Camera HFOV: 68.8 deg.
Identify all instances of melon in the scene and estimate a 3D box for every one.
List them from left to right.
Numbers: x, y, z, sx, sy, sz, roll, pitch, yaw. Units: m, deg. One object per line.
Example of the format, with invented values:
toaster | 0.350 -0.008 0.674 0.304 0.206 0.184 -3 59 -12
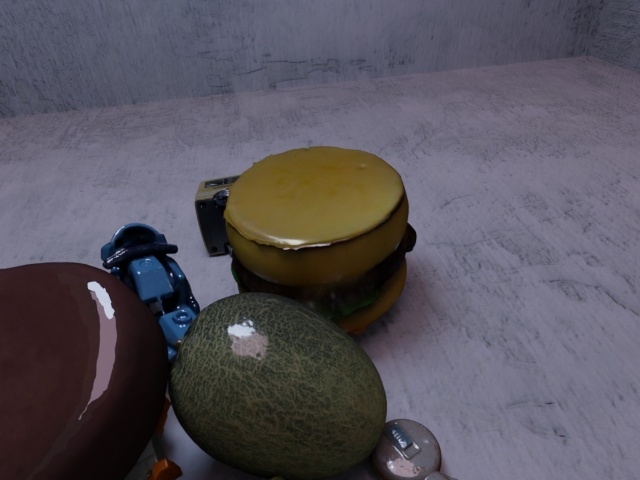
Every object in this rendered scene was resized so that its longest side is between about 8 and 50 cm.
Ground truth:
melon | -0.057 0.212 0.680 0.329 0.249 0.249 31 33 -14

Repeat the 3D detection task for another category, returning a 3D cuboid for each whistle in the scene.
whistle | 0.149 0.338 0.670 0.107 0.057 0.220 -22 40 -25

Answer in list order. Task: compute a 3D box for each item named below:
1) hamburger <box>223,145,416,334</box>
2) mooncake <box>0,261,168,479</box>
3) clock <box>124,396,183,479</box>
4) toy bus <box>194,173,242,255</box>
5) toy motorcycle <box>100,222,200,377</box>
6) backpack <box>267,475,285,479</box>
hamburger | 0.000 0.000 0.977 0.394 0.278 0.396 -3 37 3
mooncake | -0.357 0.195 0.558 0.333 0.174 0.326 -7 61 0
clock | -0.305 0.320 0.649 0.219 0.106 0.255 -24 61 -16
toy bus | -0.131 -0.094 1.221 0.364 0.177 0.202 -10 29 -7
toy motorcycle | -0.315 0.117 0.881 0.172 0.233 0.416 -14 35 -34
backpack | -0.089 0.416 0.517 0.253 0.140 0.207 -29 42 -22
